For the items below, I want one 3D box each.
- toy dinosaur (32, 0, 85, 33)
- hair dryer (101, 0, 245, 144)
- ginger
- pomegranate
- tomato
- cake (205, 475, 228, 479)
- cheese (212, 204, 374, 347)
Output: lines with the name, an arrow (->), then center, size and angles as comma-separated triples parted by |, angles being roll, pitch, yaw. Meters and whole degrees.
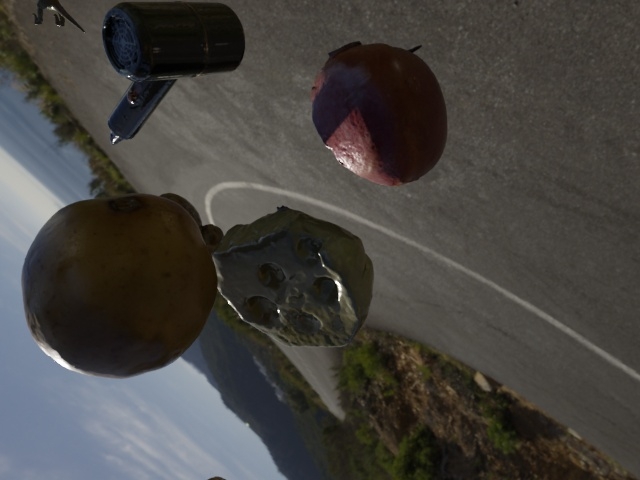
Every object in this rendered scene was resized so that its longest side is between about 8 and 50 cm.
toy dinosaur -> -0.609, -0.548, 1.178 | 0.162, 0.039, 0.126 | 15, 129, 14
hair dryer -> -0.287, -0.237, 0.827 | 0.352, 0.189, 0.107 | -32, 87, 42
ginger -> -0.403, -0.009, 1.302 | 0.155, 0.304, 0.244 | -111, 7, -55
pomegranate -> -0.307, 0.063, 0.819 | 0.307, 0.307, 0.307 | 39, 164, 14
tomato -> 0.132, -0.267, 1.024 | 0.309, 0.309, 0.170 | 42, 166, 3
cake -> -0.160, 0.709, 1.101 | 0.321, 0.332, 0.332 | 6, 146, 29
cheese -> -0.054, 0.075, 1.017 | 0.326, 0.115, 0.318 | 27, 134, 1
